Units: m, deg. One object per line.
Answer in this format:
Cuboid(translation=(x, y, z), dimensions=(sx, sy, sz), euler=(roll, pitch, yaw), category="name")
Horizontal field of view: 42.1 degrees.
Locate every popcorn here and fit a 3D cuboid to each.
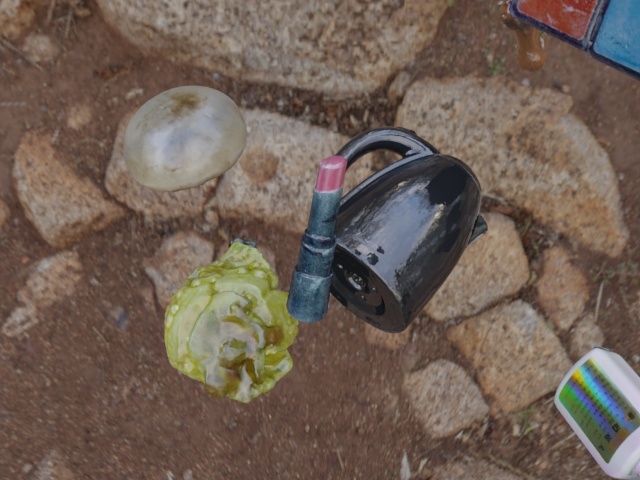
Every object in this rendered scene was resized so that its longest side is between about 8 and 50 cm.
Cuboid(translation=(-0.165, 0.173, 1.619), dimensions=(0.293, 0.237, 0.292), euler=(-2, 97, -16), category="popcorn")

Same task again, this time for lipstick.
Cuboid(translation=(0.000, 0.000, 0.989), dimensions=(0.054, 0.234, 0.053), euler=(7, 41, -6), category="lipstick")

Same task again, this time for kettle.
Cuboid(translation=(0.119, -0.045, 1.327), dimensions=(0.268, 0.207, 0.290), euler=(43, 70, 1), category="kettle")

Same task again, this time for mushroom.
Cuboid(translation=(-0.236, -0.172, 1.480), dimensions=(0.227, 0.178, 0.226), euler=(-18, 40, 16), category="mushroom")

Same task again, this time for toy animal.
Cuboid(translation=(0.462, -0.474, 1.890), dimensions=(0.097, 0.312, 0.157), euler=(-8, 54, 22), category="toy animal")

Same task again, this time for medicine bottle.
Cuboid(translation=(0.417, 0.257, 1.136), dimensions=(0.078, 0.115, 0.219), euler=(18, 26, -31), category="medicine bottle")

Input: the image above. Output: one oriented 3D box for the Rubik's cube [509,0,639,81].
Cuboid(translation=(0.532, -0.454, 1.272), dimensions=(0.316, 0.318, 0.313), euler=(-28, 52, -37), category="Rubik's cube")
